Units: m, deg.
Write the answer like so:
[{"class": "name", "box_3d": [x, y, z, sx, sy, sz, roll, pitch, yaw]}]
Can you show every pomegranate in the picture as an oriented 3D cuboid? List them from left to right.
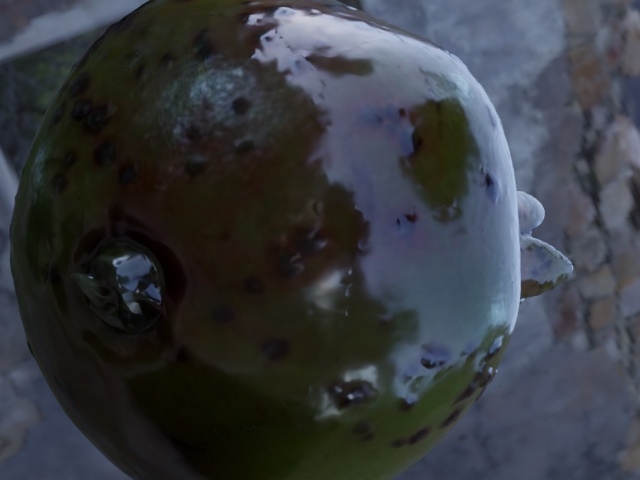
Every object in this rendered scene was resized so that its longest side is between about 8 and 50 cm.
[{"class": "pomegranate", "box_3d": [0.000, 0.000, 0.470, 0.205, 0.159, 0.159, -1, 61, -48]}]
